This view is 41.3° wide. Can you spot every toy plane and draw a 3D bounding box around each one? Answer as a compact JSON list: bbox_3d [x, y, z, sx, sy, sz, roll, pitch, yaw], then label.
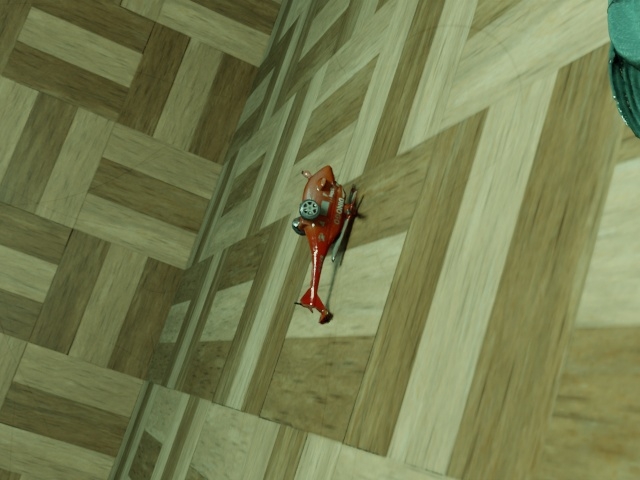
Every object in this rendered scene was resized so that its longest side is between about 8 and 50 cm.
[{"bbox_3d":[-0.001,0.002,1.048,0.126,0.077,0.194,-178,99,-84],"label":"toy plane"}]

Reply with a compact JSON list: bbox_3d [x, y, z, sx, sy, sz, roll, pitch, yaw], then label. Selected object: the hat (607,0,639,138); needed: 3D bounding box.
[{"bbox_3d":[0.206,-0.135,0.472,0.138,0.078,0.191,124,161,-46],"label":"hat"}]
